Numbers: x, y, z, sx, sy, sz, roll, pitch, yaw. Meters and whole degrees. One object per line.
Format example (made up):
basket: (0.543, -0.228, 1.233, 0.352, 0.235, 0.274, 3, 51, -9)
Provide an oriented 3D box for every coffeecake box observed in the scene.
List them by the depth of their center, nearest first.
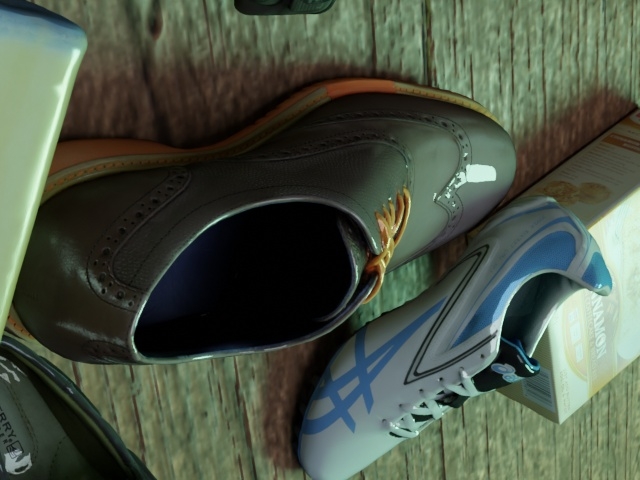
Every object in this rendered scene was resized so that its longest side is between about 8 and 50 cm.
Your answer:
coffeecake box: (0.197, 0.015, 1.014, 0.185, 0.068, 0.142, -35, 130, -27)

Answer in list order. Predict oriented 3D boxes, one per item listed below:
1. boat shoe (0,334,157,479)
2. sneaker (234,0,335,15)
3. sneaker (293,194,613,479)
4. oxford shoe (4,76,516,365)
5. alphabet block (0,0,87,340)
boat shoe: (-0.109, 0.139, 0.686, 0.080, 0.073, 0.223, -36, 89, -27)
sneaker: (-0.037, -0.176, 0.674, 0.227, 0.087, 0.130, 7, 99, -51)
sneaker: (0.076, 0.074, 0.884, 0.237, 0.086, 0.085, -45, 144, 14)
oxford shoe: (0.000, 0.000, 0.762, 0.363, 0.132, 0.130, -18, 122, -41)
alphabet block: (-0.225, -0.018, 0.494, 0.192, 0.193, 0.197, 9, 104, -45)
